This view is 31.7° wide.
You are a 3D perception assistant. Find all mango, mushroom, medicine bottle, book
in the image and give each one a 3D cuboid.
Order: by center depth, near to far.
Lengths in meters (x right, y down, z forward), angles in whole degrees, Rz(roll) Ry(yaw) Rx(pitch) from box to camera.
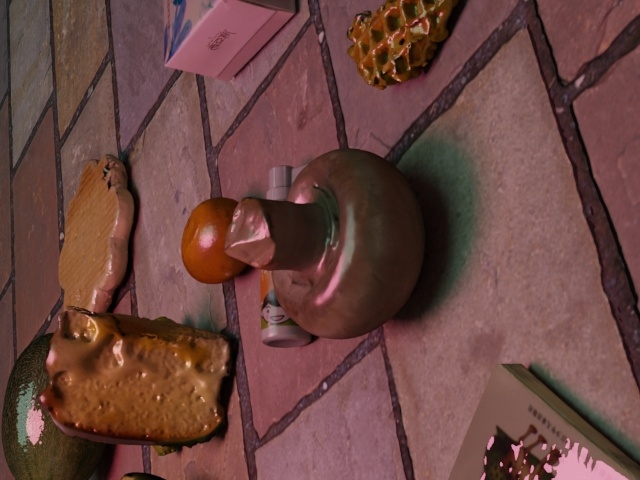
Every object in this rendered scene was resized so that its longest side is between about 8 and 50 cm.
[{"bbox_3d":[0.162,0.323,0.941,0.260,0.043,0.371,42,119,55],"label":"book"},{"bbox_3d":[0.000,0.000,1.156,0.204,0.204,0.204,-24,62,57],"label":"mushroom"},{"bbox_3d":[-0.031,0.014,1.358,0.092,0.061,0.221,-14,68,33],"label":"medicine bottle"},{"bbox_3d":[-0.144,0.006,1.522,0.165,0.089,0.115,-44,45,51],"label":"mango"}]

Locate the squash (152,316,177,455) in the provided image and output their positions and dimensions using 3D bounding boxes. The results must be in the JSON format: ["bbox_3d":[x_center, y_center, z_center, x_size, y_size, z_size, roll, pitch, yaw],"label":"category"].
[{"bbox_3d":[-0.226,0.211,1.640,0.066,0.066,0.201,-15,75,59],"label":"squash"}]

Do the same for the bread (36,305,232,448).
[{"bbox_3d":[-0.252,0.183,1.546,0.133,0.251,0.174,-162,79,-82],"label":"bread"}]

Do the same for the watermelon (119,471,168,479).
[{"bbox_3d":[-0.211,0.415,1.487,0.232,0.127,0.204,-129,45,-58],"label":"watermelon"}]

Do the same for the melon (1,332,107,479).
[{"bbox_3d":[-0.436,0.275,1.874,0.182,0.182,0.288,-17,66,58],"label":"melon"}]

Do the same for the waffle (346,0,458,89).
[{"bbox_3d":[0.088,-0.254,1.218,0.194,0.051,0.149,-64,35,29],"label":"waffle"}]

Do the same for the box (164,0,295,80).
[{"bbox_3d":[-0.134,-0.395,1.582,0.203,0.116,0.274,-32,55,53],"label":"box"}]

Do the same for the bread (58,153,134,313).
[{"bbox_3d":[-0.400,0.001,2.013,0.316,0.054,0.316,-24,62,55],"label":"bread"}]
